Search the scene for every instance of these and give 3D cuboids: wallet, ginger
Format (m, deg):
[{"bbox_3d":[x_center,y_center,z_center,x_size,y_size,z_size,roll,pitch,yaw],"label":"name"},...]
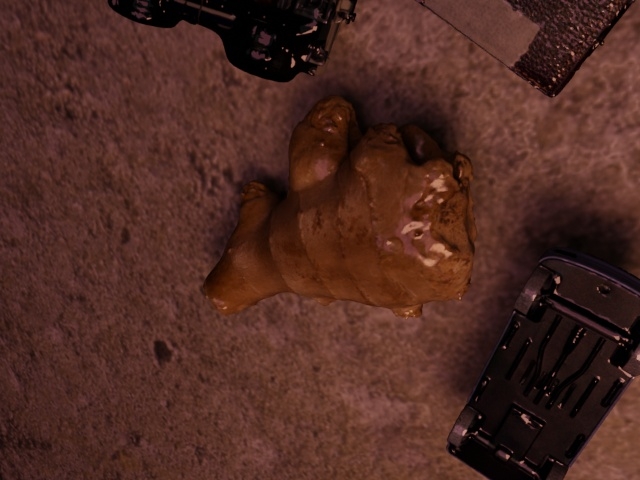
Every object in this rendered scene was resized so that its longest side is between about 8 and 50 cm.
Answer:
[{"bbox_3d":[0.189,-0.282,0.545,0.221,0.071,0.262,38,133,7],"label":"wallet"},{"bbox_3d":[-0.010,-0.021,0.728,0.376,0.166,0.236,-8,118,26],"label":"ginger"}]

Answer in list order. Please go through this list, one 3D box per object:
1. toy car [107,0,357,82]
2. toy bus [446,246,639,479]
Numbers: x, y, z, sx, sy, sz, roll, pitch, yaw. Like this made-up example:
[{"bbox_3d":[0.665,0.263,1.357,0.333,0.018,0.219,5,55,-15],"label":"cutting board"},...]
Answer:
[{"bbox_3d":[-0.099,-0.295,0.670,0.301,0.118,0.193,27,115,17],"label":"toy car"},{"bbox_3d":[0.240,0.132,0.677,0.125,0.133,0.292,30,127,21],"label":"toy bus"}]
